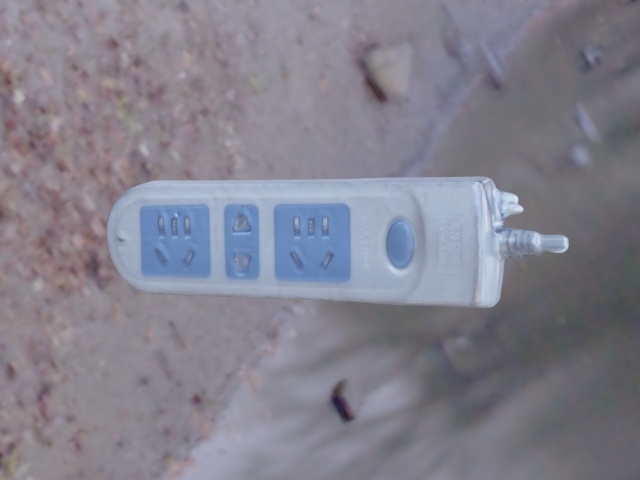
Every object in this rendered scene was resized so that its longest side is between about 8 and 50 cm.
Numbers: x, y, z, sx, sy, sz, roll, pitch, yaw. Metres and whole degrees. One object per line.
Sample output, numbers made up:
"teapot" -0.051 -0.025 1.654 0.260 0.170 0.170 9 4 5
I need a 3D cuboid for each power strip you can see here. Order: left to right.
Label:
"power strip" 0.000 0.000 0.564 0.030 0.191 0.048 -6 97 -66
